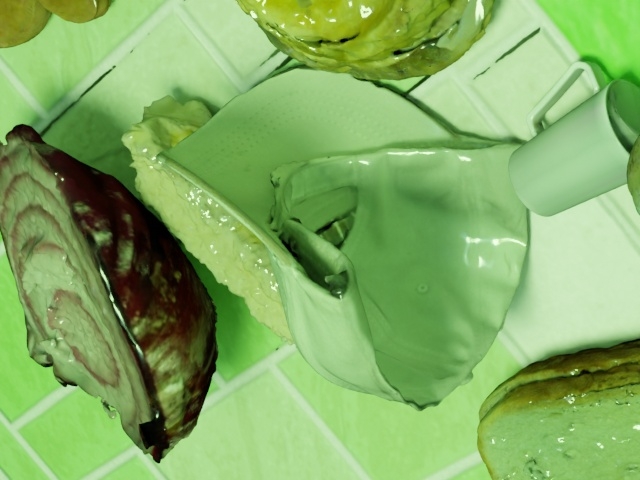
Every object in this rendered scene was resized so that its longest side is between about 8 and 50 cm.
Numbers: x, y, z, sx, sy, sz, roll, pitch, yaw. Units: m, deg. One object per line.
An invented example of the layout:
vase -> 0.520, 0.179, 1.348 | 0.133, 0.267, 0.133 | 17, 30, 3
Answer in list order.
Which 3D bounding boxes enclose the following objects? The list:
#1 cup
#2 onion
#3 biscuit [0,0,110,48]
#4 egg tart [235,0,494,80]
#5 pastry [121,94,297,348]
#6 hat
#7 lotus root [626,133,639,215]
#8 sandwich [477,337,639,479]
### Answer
cup -> 0.202, -0.082, 1.260 | 0.116, 0.074, 0.104 | -30, 76, 42
onion -> -0.182, 0.029, 1.466 | 0.314, 0.146, 0.280 | 40, 143, 48
biscuit -> -0.273, -0.271, 1.428 | 0.289, 0.044, 0.202 | -7, 113, 31
egg tart -> 0.012, -0.240, 1.254 | 0.279, 0.095, 0.278 | 14, 124, 22
pastry -> -0.067, -0.016, 1.408 | 0.258, 0.121, 0.089 | 39, 123, 5
hat -> 0.004, -0.003, 1.313 | 0.301, 0.258, 0.168 | 31, 133, 22
lotus root -> 0.350, -0.068, 1.089 | 0.158, 0.140, 0.322 | 50, 142, -13
sandwich -> 0.273, 0.213, 1.366 | 0.249, 0.095, 0.273 | -17, 108, 39
